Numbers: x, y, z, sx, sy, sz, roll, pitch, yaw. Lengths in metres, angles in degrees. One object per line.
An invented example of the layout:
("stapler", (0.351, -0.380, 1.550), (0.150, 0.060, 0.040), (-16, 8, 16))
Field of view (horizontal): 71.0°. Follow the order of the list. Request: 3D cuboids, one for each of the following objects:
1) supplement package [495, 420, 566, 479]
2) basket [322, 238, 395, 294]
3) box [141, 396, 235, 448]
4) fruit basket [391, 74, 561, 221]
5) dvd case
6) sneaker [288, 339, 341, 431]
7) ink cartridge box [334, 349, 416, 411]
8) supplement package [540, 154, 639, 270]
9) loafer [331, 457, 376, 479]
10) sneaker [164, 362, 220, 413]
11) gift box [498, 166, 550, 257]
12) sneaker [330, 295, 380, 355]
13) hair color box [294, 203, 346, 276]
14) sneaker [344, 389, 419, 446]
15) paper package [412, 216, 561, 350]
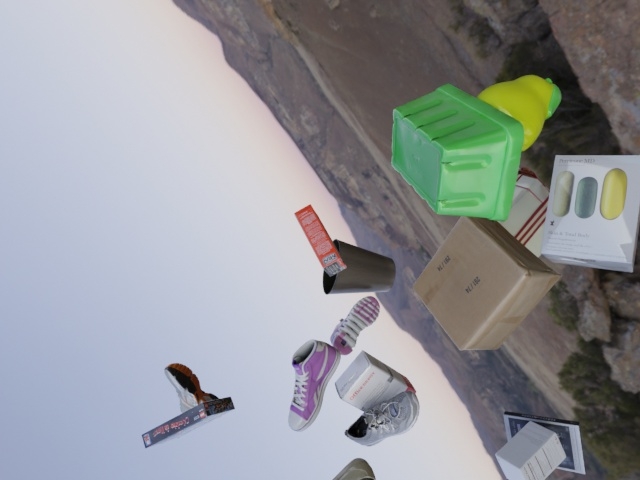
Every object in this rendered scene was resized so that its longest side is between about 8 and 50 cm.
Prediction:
("supplement package", (0.681, 0.697, 1.455), (0.105, 0.179, 0.105), (63, 161, -12))
("basket", (0.143, 0.108, 1.625), (0.227, 0.204, 0.154), (8, -170, -18))
("box", (-0.403, 0.558, 1.385), (0.044, 0.233, 0.159), (64, -168, 20))
("fruit basket", (0.398, -0.248, 1.112), (0.392, 0.393, 0.282), (-116, 18, -53))
("dvd case", (0.769, 0.692, 1.548), (0.030, 0.239, 0.179), (-22, -78, -52))
("sneaker", (-0.058, 0.438, 1.384), (0.102, 0.281, 0.161), (10, 161, 43))
("ink cartridge box", (0.181, 0.491, 1.498), (0.218, 0.158, 0.092), (35, -172, -23))
("supplement package", (0.716, -0.069, 1.175), (0.200, 0.262, 0.198), (8, 175, 36))
("loafer", (0.046, 0.693, 1.181), (0.101, 0.268, 0.092), (52, 156, -8))
("sneaker", (-0.473, 0.556, 1.592), (0.262, 0.121, 0.099), (49, -165, -4))
("gift box", (0.730, -0.091, 1.602), (0.255, 0.258, 0.276), (35, -173, -23))
("sneaker", (0.111, 0.290, 1.570), (0.095, 0.236, 0.104), (43, 162, -8))
("hair color box", (0.000, 0.000, 0.945), (0.141, 0.043, 0.072), (62, -176, 23))
("sneaker", (0.193, 0.565, 1.404), (0.115, 0.281, 0.105), (23, -150, -36))
("paper package", (0.488, 0.127, 1.378), (0.168, 0.324, 0.309), (7, -146, -31))
